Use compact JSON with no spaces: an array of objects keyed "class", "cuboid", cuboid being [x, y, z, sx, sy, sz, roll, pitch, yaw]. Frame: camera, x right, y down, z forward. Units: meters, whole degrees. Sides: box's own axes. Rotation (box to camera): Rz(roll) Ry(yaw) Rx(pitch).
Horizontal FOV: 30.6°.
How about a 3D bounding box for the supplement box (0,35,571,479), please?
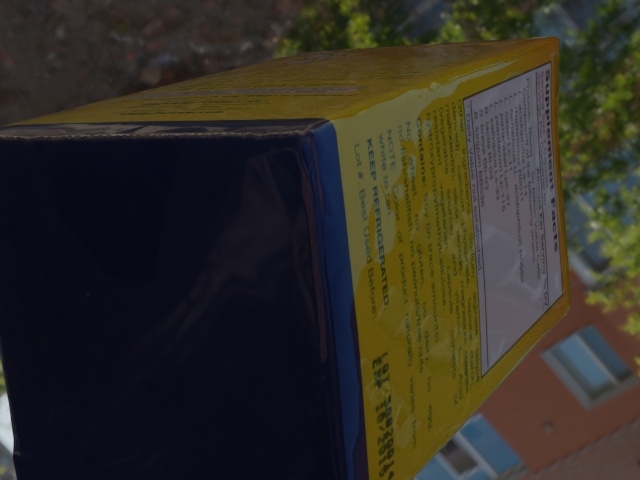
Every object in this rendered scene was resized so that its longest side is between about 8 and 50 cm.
[{"class":"supplement box","cuboid":[0.000,0.000,0.677,0.195,0.194,0.356,2,-165,28]}]
